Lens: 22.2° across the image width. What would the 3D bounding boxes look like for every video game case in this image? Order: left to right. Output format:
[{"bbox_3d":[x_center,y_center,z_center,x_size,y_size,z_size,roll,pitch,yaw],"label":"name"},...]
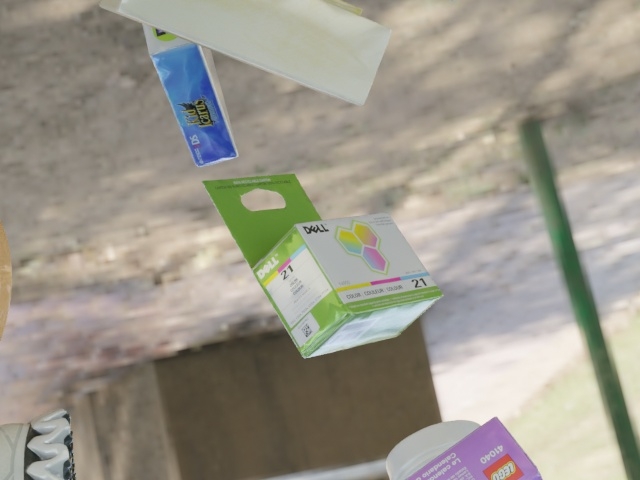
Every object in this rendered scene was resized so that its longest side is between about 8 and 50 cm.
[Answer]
[{"bbox_3d":[-0.172,-0.256,1.935,0.061,0.244,0.269,-15,154,0],"label":"video game case"}]

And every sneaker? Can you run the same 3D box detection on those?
[{"bbox_3d":[-0.273,0.265,1.405,0.118,0.292,0.110,0,124,-7],"label":"sneaker"}]

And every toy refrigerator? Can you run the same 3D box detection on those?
[{"bbox_3d":[-0.074,-0.228,1.633,0.269,0.094,0.102,20,-176,-21],"label":"toy refrigerator"}]

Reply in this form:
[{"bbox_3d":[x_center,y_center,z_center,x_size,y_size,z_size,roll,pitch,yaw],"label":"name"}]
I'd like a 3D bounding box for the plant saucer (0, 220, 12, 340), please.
[{"bbox_3d":[-0.345,0.049,1.438,0.200,0.200,0.037,-24,154,39],"label":"plant saucer"}]

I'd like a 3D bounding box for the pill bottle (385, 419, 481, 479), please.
[{"bbox_3d":[0.139,0.281,1.330,0.146,0.264,0.146,-15,147,-10],"label":"pill bottle"}]

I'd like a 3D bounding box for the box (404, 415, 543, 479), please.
[{"bbox_3d":[0.038,0.263,1.062,0.293,0.057,0.201,-35,138,-3],"label":"box"}]

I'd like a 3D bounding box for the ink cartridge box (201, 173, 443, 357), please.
[{"bbox_3d":[0.000,0.000,1.951,0.188,0.255,0.097,-8,151,-51],"label":"ink cartridge box"}]
